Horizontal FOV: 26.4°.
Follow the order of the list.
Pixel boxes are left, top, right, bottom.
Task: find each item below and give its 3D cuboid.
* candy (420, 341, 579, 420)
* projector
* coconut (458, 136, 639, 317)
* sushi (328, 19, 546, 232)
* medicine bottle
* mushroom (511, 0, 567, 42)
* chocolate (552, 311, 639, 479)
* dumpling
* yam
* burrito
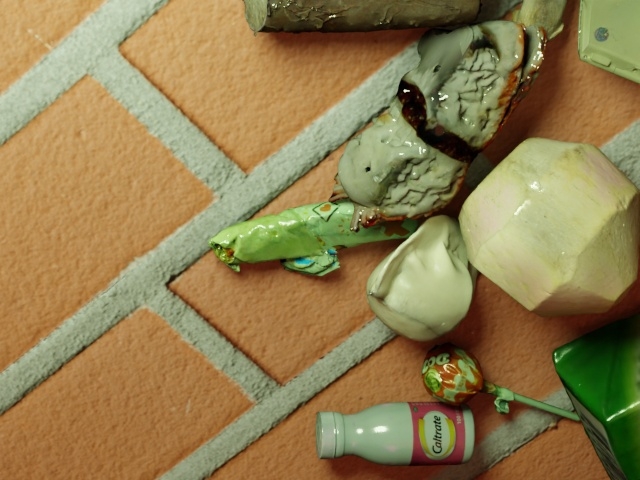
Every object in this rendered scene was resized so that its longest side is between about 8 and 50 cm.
[{"bbox_3d":[0.261,0.215,1.934,0.288,0.084,0.078,20,120,-30],"label":"candy"},{"bbox_3d":[0.397,-0.317,1.570,0.193,0.088,0.269,23,108,6],"label":"projector"},{"bbox_3d":[0.303,-0.012,1.710,0.237,0.237,0.197,4,152,-11],"label":"coconut"},{"bbox_3d":[0.136,-0.145,1.651,0.130,0.124,0.332,20,116,-30],"label":"sushi"},{"bbox_3d":[0.104,0.273,1.920,0.217,0.090,0.090,0,121,-9],"label":"medicine bottle"},{"bbox_3d":[0.265,-0.334,1.604,0.059,0.054,0.202,-4,116,-12],"label":"mushroom"},{"bbox_3d":[0.554,0.243,1.928,0.341,0.161,0.360,-28,121,5],"label":"chocolate"},{"bbox_3d":[0.144,0.052,1.784,0.216,0.126,0.166,39,88,-29],"label":"dumpling"},{"bbox_3d":[0.049,-0.295,1.544,0.280,0.131,0.131,-3,121,-10],"label":"yam"},{"bbox_3d":[0.000,0.000,1.763,0.288,0.054,0.104,-10,124,-4],"label":"burrito"}]
